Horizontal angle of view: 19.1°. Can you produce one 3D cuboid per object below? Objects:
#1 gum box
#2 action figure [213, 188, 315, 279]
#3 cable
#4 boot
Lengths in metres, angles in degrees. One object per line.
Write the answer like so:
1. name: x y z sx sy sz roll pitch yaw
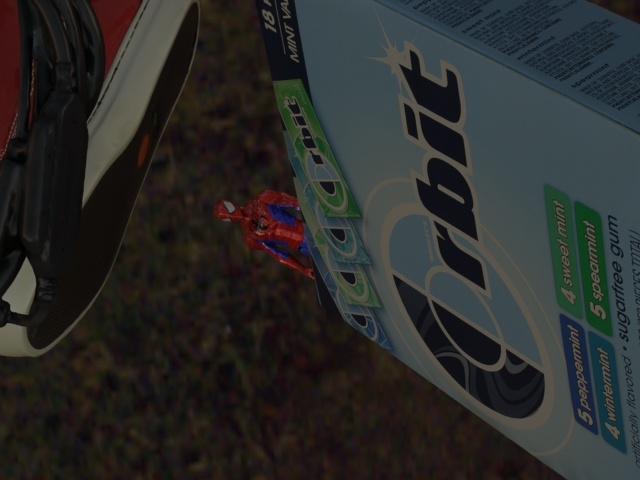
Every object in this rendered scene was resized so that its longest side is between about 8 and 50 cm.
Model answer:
1. gum box: 0.055 -0.009 0.589 0.041 0.157 0.184 -30 40 -23
2. action figure: 0.000 0.000 0.978 0.115 0.038 0.030 18 22 1
3. cable: -0.161 -0.056 0.736 0.150 0.185 0.047 5 5 11
4. boot: -0.182 -0.056 1.000 0.176 0.088 0.244 14 53 6
